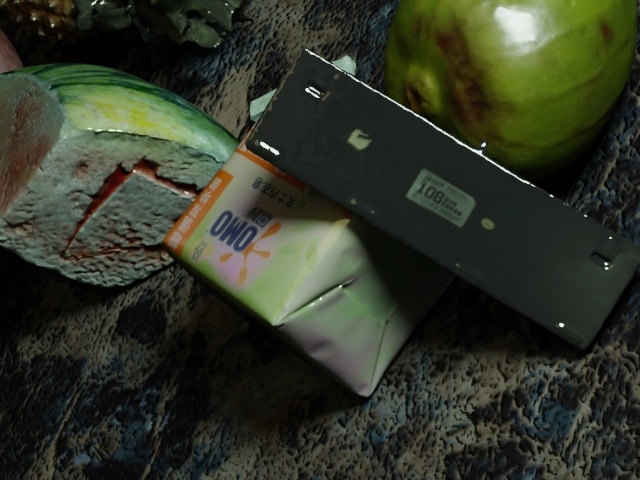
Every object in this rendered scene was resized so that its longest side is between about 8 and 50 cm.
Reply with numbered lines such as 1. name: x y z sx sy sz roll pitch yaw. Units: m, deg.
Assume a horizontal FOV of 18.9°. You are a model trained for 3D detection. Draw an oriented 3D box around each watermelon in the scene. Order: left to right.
1. watermelon: -0.208 -0.065 1.856 0.201 0.213 0.262 -62 34 8

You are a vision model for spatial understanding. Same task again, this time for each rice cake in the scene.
1. rice cake: -0.017 -0.145 1.851 0.121 0.021 0.022 -24 51 28

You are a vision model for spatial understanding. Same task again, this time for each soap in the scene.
1. soap: 0.000 0.000 1.632 0.182 0.138 0.199 -53 42 -4

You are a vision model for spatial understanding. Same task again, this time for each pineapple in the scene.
1. pineapple: -0.201 -0.258 1.999 0.364 0.165 0.165 21 74 45

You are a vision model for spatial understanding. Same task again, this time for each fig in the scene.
1. fig: 0.170 -0.154 1.588 0.225 0.203 0.203 -28 34 -24

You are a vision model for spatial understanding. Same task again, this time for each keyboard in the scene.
1. keyboard: 0.098 -0.036 1.508 0.317 0.027 0.106 32 91 8

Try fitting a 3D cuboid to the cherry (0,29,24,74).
1. cherry: -0.434 -0.141 2.069 0.261 0.221 0.307 -24 32 14
